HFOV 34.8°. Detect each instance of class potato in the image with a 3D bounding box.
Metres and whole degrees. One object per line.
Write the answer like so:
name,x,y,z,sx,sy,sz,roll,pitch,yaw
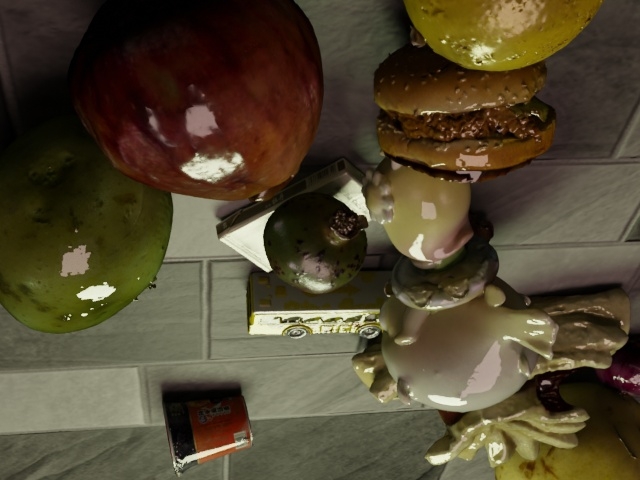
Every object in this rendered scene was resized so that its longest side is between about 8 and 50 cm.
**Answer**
potato,-0.267,-0.012,1.087,0.216,0.216,0.304,10,164,-24

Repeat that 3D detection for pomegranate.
pomegranate,-0.004,0.005,1.196,0.130,0.130,0.130,-5,146,-3

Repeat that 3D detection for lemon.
lemon,0.162,-0.236,0.877,0.206,0.173,0.173,-19,145,13

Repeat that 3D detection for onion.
onion,0.513,0.207,1.687,0.115,0.115,0.104,15,96,-30

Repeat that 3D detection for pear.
pear,0.457,0.389,1.760,0.309,0.309,0.309,-5,146,-3

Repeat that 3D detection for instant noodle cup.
instant noodle cup,-0.186,0.312,1.692,0.135,0.127,0.127,-11,147,-9

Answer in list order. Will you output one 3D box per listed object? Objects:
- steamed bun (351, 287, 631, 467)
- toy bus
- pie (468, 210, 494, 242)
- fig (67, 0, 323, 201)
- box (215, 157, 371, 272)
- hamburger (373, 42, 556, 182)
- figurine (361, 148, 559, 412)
steamed bun,0.278,0.233,1.592,0.428,0.189,0.247,-11,148,5
toy bus,0.010,0.086,1.422,0.226,0.081,0.074,1,141,-6
pie,0.182,0.006,1.369,0.092,0.034,0.170,3,145,-8
fig,-0.107,-0.140,0.937,0.224,0.224,0.263,-20,166,19
box,-0.022,-0.029,1.281,0.198,0.029,0.109,-26,142,24
hamburger,0.145,-0.144,1.019,0.182,0.191,0.118,9,115,19
figurine,0.169,0.040,1.231,0.226,0.274,0.394,-38,124,-27
